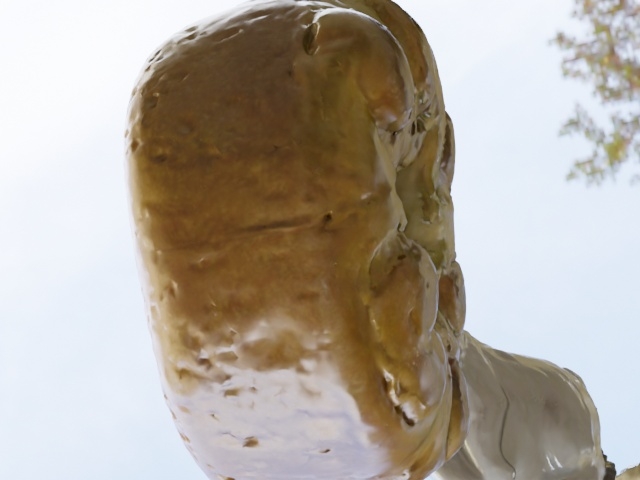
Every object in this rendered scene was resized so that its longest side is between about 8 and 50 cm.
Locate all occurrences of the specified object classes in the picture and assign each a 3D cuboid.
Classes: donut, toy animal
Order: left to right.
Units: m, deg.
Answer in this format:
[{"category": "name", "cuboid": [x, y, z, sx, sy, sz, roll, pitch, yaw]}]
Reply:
[{"category": "donut", "cuboid": [0.000, 0.002, 0.545, 0.113, 0.227, 0.227, -7, -132, 11]}, {"category": "toy animal", "cuboid": [0.144, 0.148, 1.328, 0.194, 0.357, 0.258, -29, -158, 28]}]

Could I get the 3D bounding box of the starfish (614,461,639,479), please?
[{"category": "starfish", "cuboid": [0.195, 0.079, 0.356, 0.235, 0.277, 0.062, 0, -104, 6]}]
